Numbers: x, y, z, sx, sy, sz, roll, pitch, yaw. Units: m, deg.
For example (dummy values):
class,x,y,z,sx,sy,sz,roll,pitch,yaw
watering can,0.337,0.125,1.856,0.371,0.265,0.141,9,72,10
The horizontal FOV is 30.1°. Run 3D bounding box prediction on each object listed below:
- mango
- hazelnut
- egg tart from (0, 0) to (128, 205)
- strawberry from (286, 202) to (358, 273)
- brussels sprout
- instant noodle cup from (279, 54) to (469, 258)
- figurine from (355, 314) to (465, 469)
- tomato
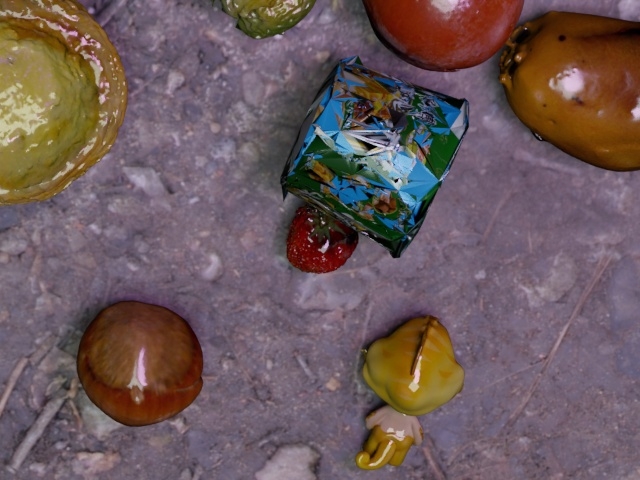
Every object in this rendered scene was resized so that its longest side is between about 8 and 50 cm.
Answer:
class,x,y,z,sx,sy,sz,roll,pitch,yaw
mango,0.373,-0.198,1.567,0.287,0.152,0.201,12,96,-12
hazelnut,-0.247,0.178,1.627,0.182,0.182,0.182,-2,108,-5
egg tart,-0.390,-0.191,1.518,0.294,0.123,0.294,-2,112,-6
strawberry,0.000,0.001,1.632,0.106,0.106,0.106,-2,108,-5
brussels sprout,-0.065,-0.344,1.511,0.139,0.100,0.181,14,105,-20
instant noodle cup,0.063,-0.116,1.536,0.178,0.240,0.240,25,104,-6
figurine,0.121,0.218,1.703,0.156,0.131,0.246,16,118,6
tomato,0.146,-0.308,1.481,0.208,0.208,0.184,31,100,-14
